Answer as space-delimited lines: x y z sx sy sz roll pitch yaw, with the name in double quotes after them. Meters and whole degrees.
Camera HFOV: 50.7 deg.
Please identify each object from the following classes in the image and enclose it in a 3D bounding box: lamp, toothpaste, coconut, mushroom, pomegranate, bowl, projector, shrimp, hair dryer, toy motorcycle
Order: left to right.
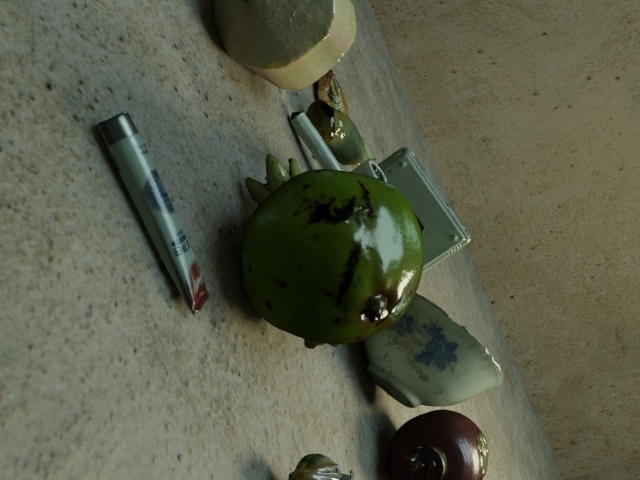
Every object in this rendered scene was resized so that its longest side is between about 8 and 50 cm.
-0.186 -0.029 0.775 0.062 0.039 0.239 -71 140 -72 "toothpaste"
-0.066 -0.397 1.189 0.244 0.239 0.239 6 66 -71 "coconut"
0.000 0.000 0.965 0.341 0.260 0.260 52 8 32 "pomegranate"
0.022 -0.359 1.654 0.115 0.051 0.217 17 58 -64 "shrimp"
0.021 -0.173 1.384 0.236 0.131 0.073 55 23 -2 "hair dryer"
0.017 0.355 0.867 0.229 0.093 0.130 55 22 -49 "toy motorcycle"
0.061 -0.224 1.576 0.333 0.087 0.107 34 39 -63 "mushroom"
0.186 -0.054 1.498 0.257 0.192 0.099 55 11 -1 "projector"
0.173 0.226 1.285 0.313 0.146 0.313 38 -17 14 "bowl"
0.220 0.406 1.245 0.258 0.180 0.180 20 53 -67 "lamp"
